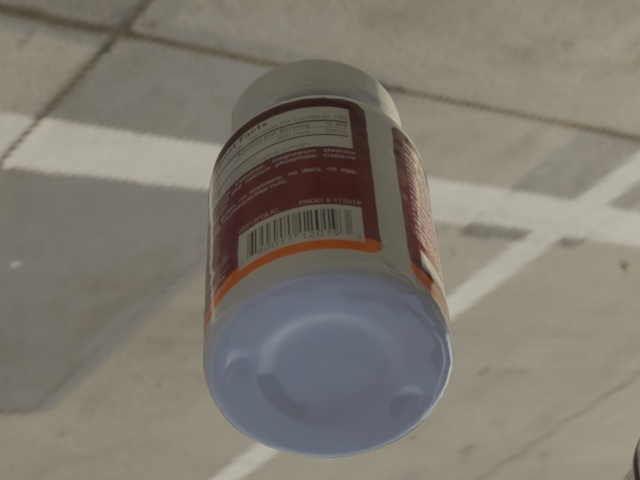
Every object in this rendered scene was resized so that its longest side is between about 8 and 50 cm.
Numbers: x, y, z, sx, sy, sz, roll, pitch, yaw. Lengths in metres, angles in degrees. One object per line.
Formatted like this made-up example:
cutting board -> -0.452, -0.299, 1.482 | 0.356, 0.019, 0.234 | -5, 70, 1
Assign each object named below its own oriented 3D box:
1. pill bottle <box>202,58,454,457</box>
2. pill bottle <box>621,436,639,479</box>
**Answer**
pill bottle -> 0.000, 0.000, 1.466 | 0.224, 0.392, 0.224 | -1, 126, -1
pill bottle -> 0.362, 0.186, 1.292 | 0.162, 0.162, 0.278 | -13, 148, -27
